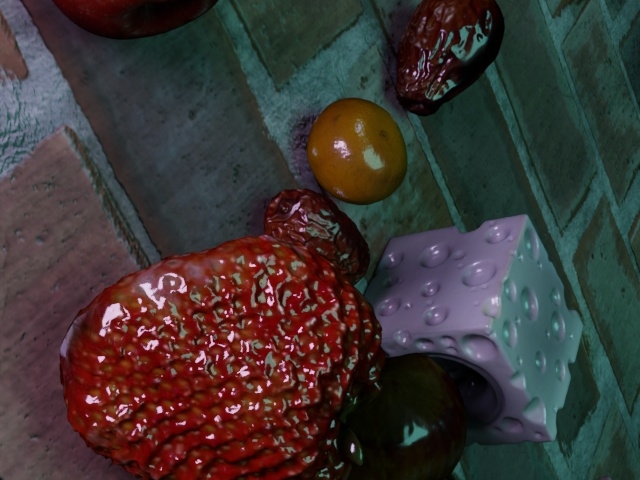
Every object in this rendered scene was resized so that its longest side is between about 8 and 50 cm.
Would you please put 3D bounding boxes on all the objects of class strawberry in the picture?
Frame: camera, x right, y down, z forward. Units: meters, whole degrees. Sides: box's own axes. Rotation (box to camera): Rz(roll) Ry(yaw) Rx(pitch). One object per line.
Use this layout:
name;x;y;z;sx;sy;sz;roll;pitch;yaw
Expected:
strawberry;-0.110;0.135;1.243;0.351;0.267;0.312;17;97;-30

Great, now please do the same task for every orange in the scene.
orange;0.049;-0.124;1.638;0.156;0.124;0.156;24;52;-34

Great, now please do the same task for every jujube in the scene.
jujube;0.000;0.000;1.546;0.176;0.109;0.112;42;27;-43
jujube;0.202;-0.304;1.875;0.168;0.168;0.236;46;65;-39

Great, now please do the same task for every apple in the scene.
apple;-0.204;-0.328;1.245;0.218;0.218;0.201;3;73;-55

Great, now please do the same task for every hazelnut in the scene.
hazelnut;0.080;0.260;1.501;0.218;0.233;0.218;171;-90;-86

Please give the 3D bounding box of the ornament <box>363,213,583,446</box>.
ornament;0.219;0.140;1.713;0.240;0.239;0.240;57;41;-30

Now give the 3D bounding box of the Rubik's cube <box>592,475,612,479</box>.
Rubik's cube;0.339;0.537;1.702;0.387;0.368;0.358;-53;141;6

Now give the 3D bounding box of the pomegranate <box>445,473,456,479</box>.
pomegranate;0.121;0.357;1.653;0.138;0.163;0.126;3;119;-40
